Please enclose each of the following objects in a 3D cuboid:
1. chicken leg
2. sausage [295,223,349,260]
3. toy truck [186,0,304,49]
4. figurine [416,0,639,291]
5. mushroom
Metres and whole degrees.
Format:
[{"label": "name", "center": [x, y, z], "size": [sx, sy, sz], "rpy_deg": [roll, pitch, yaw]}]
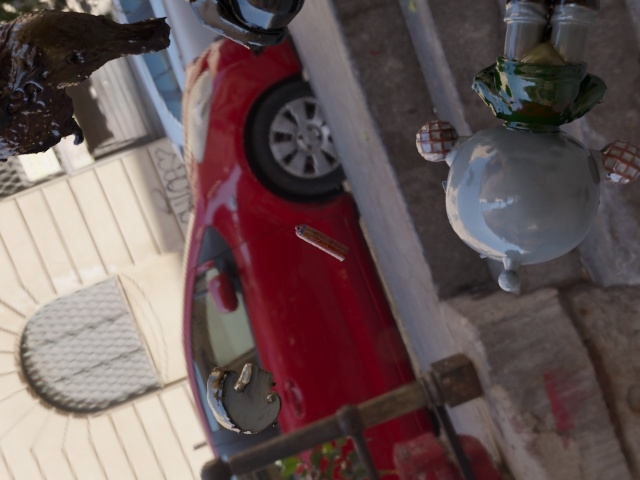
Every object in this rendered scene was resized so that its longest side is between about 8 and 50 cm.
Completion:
[{"label": "chicken leg", "center": [-0.350, -0.208, 0.948], "size": [0.177, 0.322, 0.083], "rpy_deg": [34, -165, -47]}, {"label": "sausage", "center": [0.000, 0.000, 1.566], "size": [0.129, 0.034, 0.034], "rpy_deg": [30, -169, -16]}, {"label": "toy truck", "center": [-0.062, -0.302, 0.674], "size": [0.165, 0.224, 0.147], "rpy_deg": [39, -141, 0]}, {"label": "figurine", "center": [0.258, -0.127, 0.888], "size": [0.167, 0.281, 0.369], "rpy_deg": [-47, -35, -70]}, {"label": "mushroom", "center": [-0.052, 0.112, 0.514], "size": [0.101, 0.019, 0.049], "rpy_deg": [50, -125, -58]}]
